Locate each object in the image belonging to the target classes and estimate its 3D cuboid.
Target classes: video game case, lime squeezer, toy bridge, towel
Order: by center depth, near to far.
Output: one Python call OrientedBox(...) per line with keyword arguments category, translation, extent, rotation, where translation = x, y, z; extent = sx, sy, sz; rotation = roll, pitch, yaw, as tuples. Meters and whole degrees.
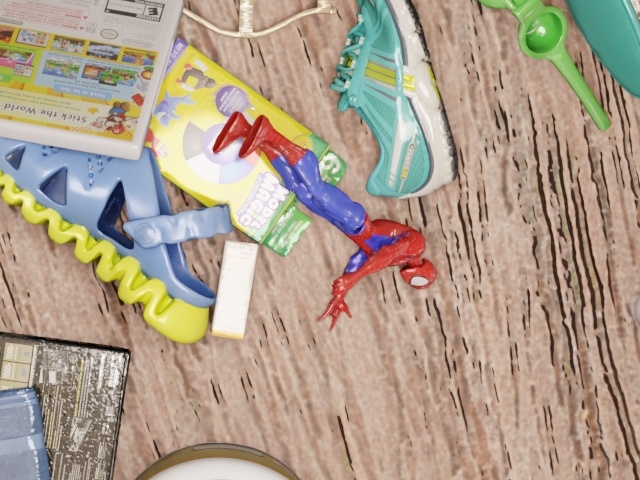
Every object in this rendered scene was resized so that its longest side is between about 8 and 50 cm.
OrientedBox(category="towel", translation=(-0.303, 0.206, 1.844), extent=(0.067, 0.029, 0.119), rotation=(-8, 89, -3))
OrientedBox(category="video game case", translation=(-0.267, -0.181, 1.862), extent=(0.227, 0.026, 0.206), rotation=(10, 53, 2))
OrientedBox(category="lime squeezer", translation=(0.199, -0.229, 1.921), extent=(0.310, 0.110, 0.059), rotation=(47, 69, -3))
OrientedBox(category="toy bridge", translation=(-0.076, -0.241, 1.944), extent=(0.188, 0.026, 0.063), rotation=(2, 92, -4))

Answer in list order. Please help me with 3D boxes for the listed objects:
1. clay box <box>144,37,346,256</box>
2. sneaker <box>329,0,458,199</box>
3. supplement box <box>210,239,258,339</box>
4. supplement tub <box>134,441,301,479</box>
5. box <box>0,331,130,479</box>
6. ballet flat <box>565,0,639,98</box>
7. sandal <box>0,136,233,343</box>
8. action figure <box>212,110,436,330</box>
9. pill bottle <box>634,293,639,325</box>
OrientedBox(category="clay box", translation=(-0.091, -0.093, 1.928), extent=(0.222, 0.053, 0.127), rotation=(35, 88, -3))
OrientedBox(category="sneaker", translation=(0.060, -0.176, 1.920), extent=(0.110, 0.107, 0.275), rotation=(-15, 91, 5))
OrientedBox(category="supplement box", translation=(-0.088, 0.050, 1.923), extent=(0.036, 0.062, 0.098), rotation=(9, 90, -3))
OrientedBox(category="supplement tub", translation=(-0.098, 0.315, 1.791), extent=(0.228, 0.316, 0.228), rotation=(0, 88, -3))
OrientedBox(category="box", translation=(-0.277, 0.190, 1.900), extent=(0.147, 0.077, 0.180), rotation=(7, 89, -4))
OrientedBox(category="ballet flat", translation=(0.285, -0.312, 1.944), extent=(0.124, 0.116, 0.342), rotation=(-37, 88, -23))
OrientedBox(category="sandal", translation=(-0.210, -0.043, 1.873), extent=(0.317, 0.126, 0.138), rotation=(38, 97, -3))
OrientedBox(category="action figure", translation=(0.000, 0.000, 1.885), extent=(0.280, 0.091, 0.139), rotation=(33, 83, -29))
OrientedBox(category="pill bottle", translation=(0.498, -0.044, 1.815), extent=(0.229, 0.229, 0.408), rotation=(31, 88, -4))
